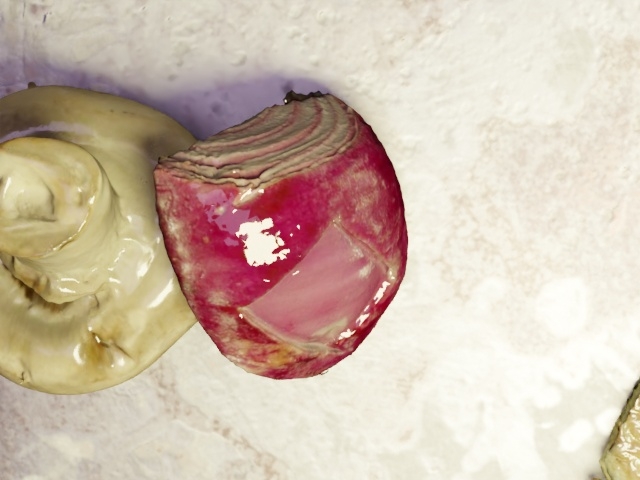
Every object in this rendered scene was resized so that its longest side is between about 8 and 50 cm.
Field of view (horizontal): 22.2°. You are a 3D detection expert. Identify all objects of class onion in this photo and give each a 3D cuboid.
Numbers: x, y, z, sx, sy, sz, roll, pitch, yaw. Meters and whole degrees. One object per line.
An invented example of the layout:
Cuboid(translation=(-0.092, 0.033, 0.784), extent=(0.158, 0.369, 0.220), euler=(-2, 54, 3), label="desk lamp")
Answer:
Cuboid(translation=(0.000, 0.000, 1.430), extent=(0.111, 0.250, 0.247), euler=(-4, 110, 49), label="onion")

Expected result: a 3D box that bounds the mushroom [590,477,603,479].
Cuboid(translation=(0.254, 0.265, 1.518), extent=(0.049, 0.019, 0.101), euler=(14, 119, 9), label="mushroom")

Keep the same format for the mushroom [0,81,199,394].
Cuboid(translation=(-0.235, -0.002, 1.452), extent=(0.293, 0.290, 0.292), euler=(0, 89, 8), label="mushroom")

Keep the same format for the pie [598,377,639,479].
Cuboid(translation=(0.364, 0.172, 1.488), extent=(0.185, 0.052, 0.218), euler=(29, 97, 8), label="pie")
